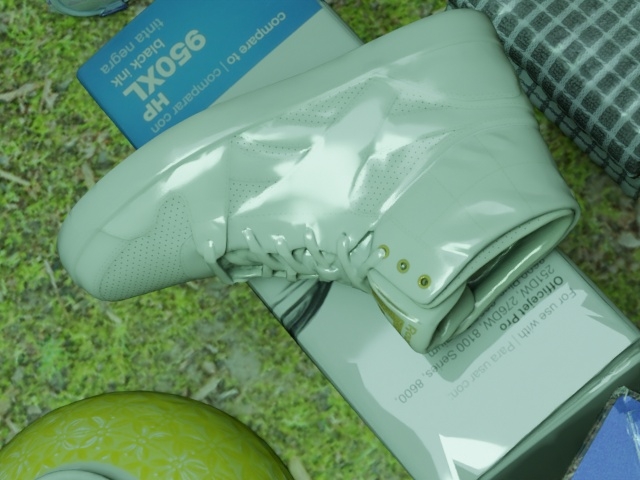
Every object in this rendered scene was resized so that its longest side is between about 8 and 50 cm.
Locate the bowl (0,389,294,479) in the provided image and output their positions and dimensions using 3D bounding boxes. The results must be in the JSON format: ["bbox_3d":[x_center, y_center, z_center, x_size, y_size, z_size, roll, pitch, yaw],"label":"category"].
[{"bbox_3d":[-0.157,0.236,1.134,0.290,0.156,0.289,-4,71,12],"label":"bowl"}]

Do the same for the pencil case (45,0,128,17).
[{"bbox_3d":[-0.232,-0.330,1.364,0.124,0.113,0.273,-26,68,-6],"label":"pencil case"}]

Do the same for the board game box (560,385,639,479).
[{"bbox_3d":[0.195,0.242,0.926,0.141,0.291,0.232,29,83,22],"label":"board game box"}]

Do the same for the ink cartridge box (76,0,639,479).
[{"bbox_3d":[0.045,0.012,1.088,0.166,0.285,0.395,-41,68,0],"label":"ink cartridge box"}]

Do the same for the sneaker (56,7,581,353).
[{"bbox_3d":[0.000,0.000,0.892,0.293,0.108,0.169,-27,66,4],"label":"sneaker"}]

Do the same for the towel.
[{"bbox_3d":[0.264,-0.209,1.198,0.284,0.121,0.235,-42,68,-3],"label":"towel"}]
